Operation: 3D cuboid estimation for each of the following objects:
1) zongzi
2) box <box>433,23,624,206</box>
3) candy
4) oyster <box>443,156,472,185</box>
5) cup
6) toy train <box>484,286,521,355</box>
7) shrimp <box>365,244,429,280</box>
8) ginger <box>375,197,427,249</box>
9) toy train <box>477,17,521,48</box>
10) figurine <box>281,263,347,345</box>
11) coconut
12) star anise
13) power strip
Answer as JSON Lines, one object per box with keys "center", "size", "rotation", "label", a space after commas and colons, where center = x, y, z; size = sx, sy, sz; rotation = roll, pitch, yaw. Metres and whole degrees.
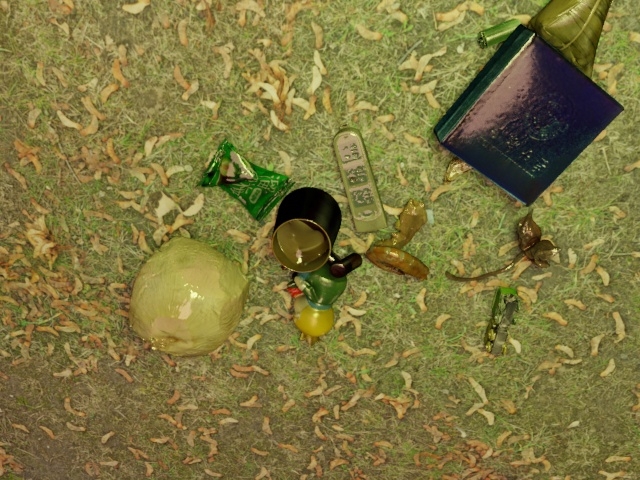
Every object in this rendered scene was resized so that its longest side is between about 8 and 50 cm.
{"center": [0.569, -0.457, 1.143], "size": [0.204, 0.094, 0.205], "rotation": [34, 112, -22], "label": "zongzi"}
{"center": [0.433, -0.257, 1.190], "size": [0.261, 0.116, 0.279], "rotation": [31, 116, -16], "label": "box"}
{"center": [-0.183, -0.147, 1.375], "size": [0.203, 0.078, 0.141], "rotation": [32, 126, -21], "label": "candy"}
{"center": [0.325, -0.173, 1.330], "size": [0.093, 0.034, 0.051], "rotation": [-32, 124, 7], "label": "oyster"}
{"center": [0.000, -0.016, 1.359], "size": [0.239, 0.177, 0.166], "rotation": [13, 115, 0], "label": "cup"}
{"center": [0.476, 0.214, 1.471], "size": [0.060, 0.081, 0.202], "rotation": [7, 122, 4], "label": "toy train"}
{"center": [0.199, 0.056, 1.425], "size": [0.187, 0.132, 0.052], "rotation": [28, 75, -23], "label": "shrimp"}
{"center": [0.208, -0.029, 1.399], "size": [0.069, 0.051, 0.173], "rotation": [26, 116, -15], "label": "ginger"}
{"center": [0.382, -0.439, 1.185], "size": [0.093, 0.056, 0.038], "rotation": [-19, 107, 11], "label": "toy train"}
{"center": [-0.036, 0.154, 1.481], "size": [0.185, 0.127, 0.234], "rotation": [26, 129, 6], "label": "figurine"}
{"center": [-0.342, 0.156, 1.435], "size": [0.297, 0.254, 0.297], "rotation": [3, 115, 7], "label": "coconut"}
{"center": [0.435, 0.039, 1.365], "size": [0.227, 0.218, 0.148], "rotation": [-30, 101, -4], "label": "star anise"}
{"center": [0.096, -0.146, 1.361], "size": [0.080, 0.048, 0.286], "rotation": [-13, 111, 11], "label": "power strip"}
